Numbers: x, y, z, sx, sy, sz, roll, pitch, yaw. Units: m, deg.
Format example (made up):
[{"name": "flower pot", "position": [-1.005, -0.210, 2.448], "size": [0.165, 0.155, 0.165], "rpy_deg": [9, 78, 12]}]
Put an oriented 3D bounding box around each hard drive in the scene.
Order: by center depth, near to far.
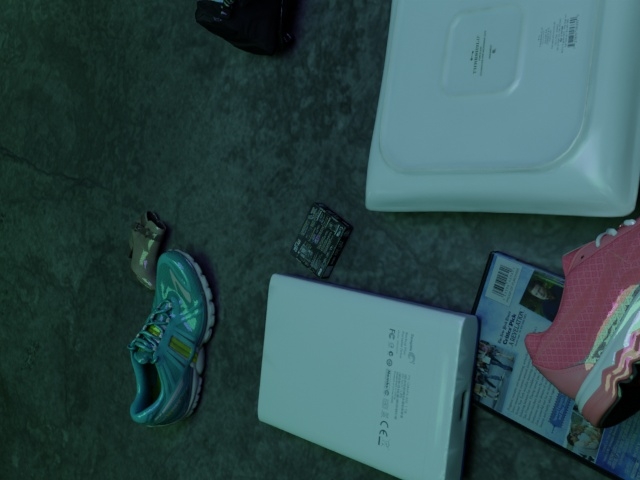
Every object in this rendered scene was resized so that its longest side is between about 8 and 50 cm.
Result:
[{"name": "hard drive", "position": [0.048, 0.170, 1.062], "size": [0.319, 0.040, 0.210], "rpy_deg": [10, 97, 43]}]

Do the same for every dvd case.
[{"name": "dvd case", "position": [0.269, 0.137, 0.907], "size": [0.253, 0.022, 0.180], "rpy_deg": [25, 106, 37]}]

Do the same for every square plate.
[{"name": "square plate", "position": [0.188, -0.202, 0.907], "size": [0.344, 0.049, 0.347], "rpy_deg": [4, 84, 46]}]

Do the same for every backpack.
[{"name": "backpack", "position": [-0.096, -0.360, 1.133], "size": [0.115, 0.152, 0.182], "rpy_deg": [16, 88, 29]}]

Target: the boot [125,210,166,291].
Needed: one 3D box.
[{"name": "boot", "position": [-0.274, 0.013, 1.344], "size": [0.118, 0.042, 0.087], "rpy_deg": [49, 117, 28]}]

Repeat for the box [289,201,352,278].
[{"name": "box", "position": [0.000, 0.000, 1.131], "size": [0.067, 0.018, 0.083], "rpy_deg": [38, 113, 33]}]

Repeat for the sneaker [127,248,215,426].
[{"name": "sneaker", "position": [-0.232, 0.150, 1.265], "size": [0.107, 0.110, 0.275], "rpy_deg": [7, 94, 40]}]

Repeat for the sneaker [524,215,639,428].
[{"name": "sneaker", "position": [0.303, 0.021, 0.801], "size": [0.136, 0.116, 0.313], "rpy_deg": [37, 103, 37]}]
